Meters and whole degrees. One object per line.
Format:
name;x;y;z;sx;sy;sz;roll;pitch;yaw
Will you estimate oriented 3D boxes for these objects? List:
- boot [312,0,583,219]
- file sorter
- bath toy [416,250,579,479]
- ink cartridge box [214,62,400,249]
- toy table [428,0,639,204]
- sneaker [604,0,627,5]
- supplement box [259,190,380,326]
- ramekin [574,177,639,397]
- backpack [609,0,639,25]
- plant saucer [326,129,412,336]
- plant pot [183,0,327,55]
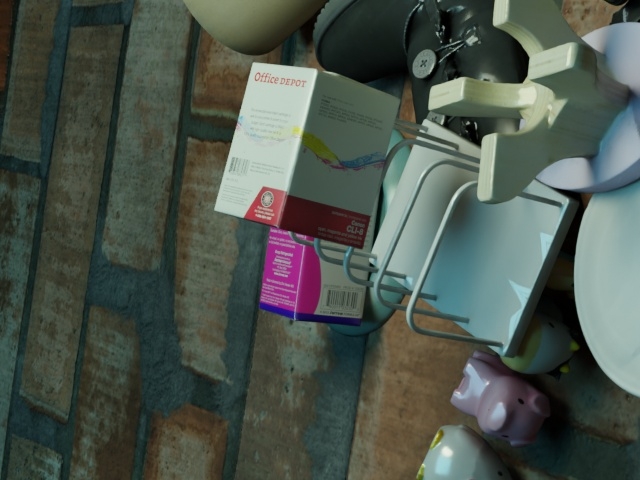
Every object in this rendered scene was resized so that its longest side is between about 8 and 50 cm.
boot;0.148;-0.158;2.047;0.367;0.146;0.445;-44;53;49
file sorter;0.114;-0.021;1.791;0.277;0.173;0.193;36;109;50
bath toy;0.229;0.175;1.857;0.348;0.129;0.151;-68;-10;20
ink cartridge box;-0.014;-0.096;1.728;0.128;0.127;0.176;16;92;52
toy table;0.241;-0.147;1.620;0.274;0.161;0.252;-31;52;55
sneaker;0.300;-0.408;1.728;0.145;0.147;0.385;-52;25;43
supplement box;0.000;0.000;2.189;0.114;0.111;0.220;13;95;60
ramekin;0.392;0.032;1.599;0.273;0.127;0.273;-19;67;56
backpack;0.395;-0.217;1.653;0.182;0.115;0.152;-58;41;40
plant saucer;0.043;-0.020;2.273;0.317;0.043;0.318;-17;70;56
plant pot;-0.044;-0.450;2.339;0.274;0.256;0.256;-26;61;37
